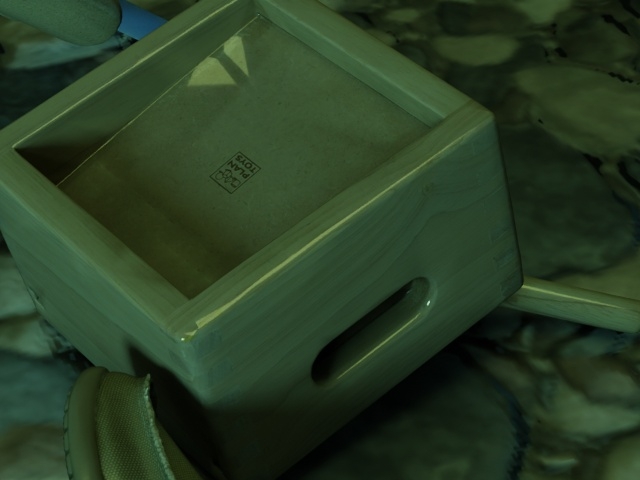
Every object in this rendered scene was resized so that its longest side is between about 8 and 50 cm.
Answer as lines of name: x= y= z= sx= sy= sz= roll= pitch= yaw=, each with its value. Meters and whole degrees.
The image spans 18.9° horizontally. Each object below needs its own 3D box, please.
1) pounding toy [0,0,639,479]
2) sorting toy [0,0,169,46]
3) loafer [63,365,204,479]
pounding toy: x=0.000 y=0.000 z=0.572 sx=0.141 sy=0.100 sz=0.130 roll=-36 pitch=48 yaw=-20
sorting toy: x=-0.185 y=-0.109 z=0.598 sx=0.196 sy=0.047 sz=0.348 roll=28 pitch=4 yaw=35
loafer: x=-0.031 y=0.091 z=0.482 sx=0.050 sy=0.056 sz=0.148 roll=-11 pitch=50 yaw=-11
